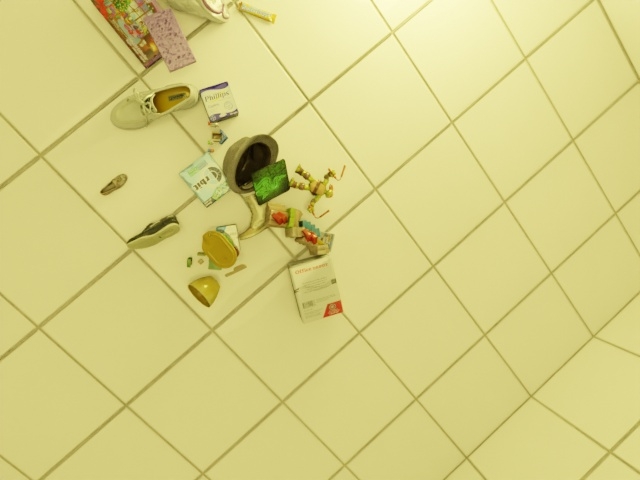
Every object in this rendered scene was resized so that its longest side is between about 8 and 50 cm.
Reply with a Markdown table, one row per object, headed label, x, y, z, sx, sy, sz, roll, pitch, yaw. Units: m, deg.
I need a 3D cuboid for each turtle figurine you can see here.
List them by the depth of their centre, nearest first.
| label | x | y | z | sx | sy | sz | roll | pitch | yaw |
| --- | --- | --- | --- | --- | --- | --- | --- | --- | --- |
| turtle figurine | -0.020 | -0.254 | 1.865 | 0.217 | 0.087 | 0.270 | 28 | 100 | -10 |

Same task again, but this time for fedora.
| label | x | y | z | sx | sy | sz | roll | pitch | yaw |
| --- | --- | --- | --- | --- | --- | --- | --- | --- | --- |
| fedora | -0.311 | -0.335 | 1.742 | 0.124 | 0.243 | 0.276 | 34 | 105 | 28 |

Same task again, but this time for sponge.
| label | x | y | z | sx | sy | sz | roll | pitch | yaw |
| --- | --- | --- | --- | --- | --- | --- | --- | --- | --- |
| sponge | -0.590 | -0.784 | 1.632 | 0.117 | 0.031 | 0.210 | -27 | 105 | -9 |

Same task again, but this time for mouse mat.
| label | x | y | z | sx | sy | sz | roll | pitch | yaw |
| --- | --- | --- | --- | --- | --- | --- | --- | --- | --- |
| mouse mat | -0.211 | -0.253 | 1.799 | 0.189 | 0.007 | 0.153 | -33 | 128 | -32 |

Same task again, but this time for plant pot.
| label | x | y | z | sx | sy | sz | roll | pitch | yaw |
| --- | --- | --- | --- | --- | --- | --- | --- | --- | --- |
| plant pot | -0.496 | 0.210 | 1.814 | 0.134 | 0.134 | 0.095 | 52 | 59 | -14 |

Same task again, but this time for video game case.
| label | x | y | z | sx | sy | sz | roll | pitch | yaw |
| --- | --- | --- | --- | --- | --- | --- | --- | --- | --- |
| video game case | 0.000 | 0.000 | 1.945 | 0.121 | 0.011 | 0.087 | 12 | 95 | -14 |

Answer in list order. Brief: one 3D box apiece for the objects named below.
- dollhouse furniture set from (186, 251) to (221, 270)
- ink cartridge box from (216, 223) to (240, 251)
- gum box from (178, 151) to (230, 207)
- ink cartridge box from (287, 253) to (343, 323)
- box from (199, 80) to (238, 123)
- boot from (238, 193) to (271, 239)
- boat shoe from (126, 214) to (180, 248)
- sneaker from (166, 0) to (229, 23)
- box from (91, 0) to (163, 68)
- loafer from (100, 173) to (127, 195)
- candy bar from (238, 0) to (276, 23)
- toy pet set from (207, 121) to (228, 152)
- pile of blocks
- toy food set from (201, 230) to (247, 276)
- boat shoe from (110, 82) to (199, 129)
| label | x | y | z | sx | sy | sz | roll | pitch | yaw |
| --- | --- | --- | --- | --- | --- | --- | --- | --- | --- |
| dollhouse furniture set | -0.503 | 0.094 | 1.820 | 0.151 | 0.058 | 0.076 | 5 | 97 | -13 |
| ink cartridge box | -0.404 | -0.005 | 1.832 | 0.088 | 0.052 | 0.123 | -9 | 99 | -10 |
| gum box | -0.485 | -0.259 | 1.783 | 0.156 | 0.041 | 0.184 | -38 | 105 | -5 |
| ink cartridge box | -0.026 | 0.215 | 1.916 | 0.196 | 0.114 | 0.273 | -15 | 102 | -9 |
| box | -0.423 | -0.573 | 1.737 | 0.126 | 0.072 | 0.137 | -22 | 101 | -10 |
| boot | -0.297 | -0.114 | 1.828 | 0.213 | 0.077 | 0.165 | -34 | 105 | -13 |
| boat shoe | -0.708 | -0.033 | 1.760 | 0.232 | 0.084 | 0.079 | -26 | 65 | -1 |
| sneaker | -0.510 | -0.959 | 1.651 | 0.304 | 0.152 | 0.114 | 17 | 78 | -36 |
| box | -0.714 | -0.866 | 1.637 | 0.200 | 0.057 | 0.293 | -40 | 104 | -5 |
| loafer | -0.848 | -0.227 | 1.707 | 0.125 | 0.039 | 0.045 | -39 | 103 | -5 |
| candy bar | -0.266 | -0.957 | 1.746 | 0.161 | 0.018 | 0.040 | 14 | 94 | -15 |
| toy pet set | -0.426 | -0.426 | 1.736 | 0.065 | 0.114 | 0.122 | 2 | 98 | -4 |
| pile of blocks | -0.079 | -0.056 | 1.830 | 0.362 | 0.112 | 0.149 | 34 | 72 | -25 |
| toy food set | -0.411 | 0.045 | 1.782 | 0.128 | 0.071 | 0.218 | -33 | 101 | 21 |
| boat shoe | -0.664 | -0.531 | 1.633 | 0.366 | 0.156 | 0.136 | -16 | 102 | -2 |
